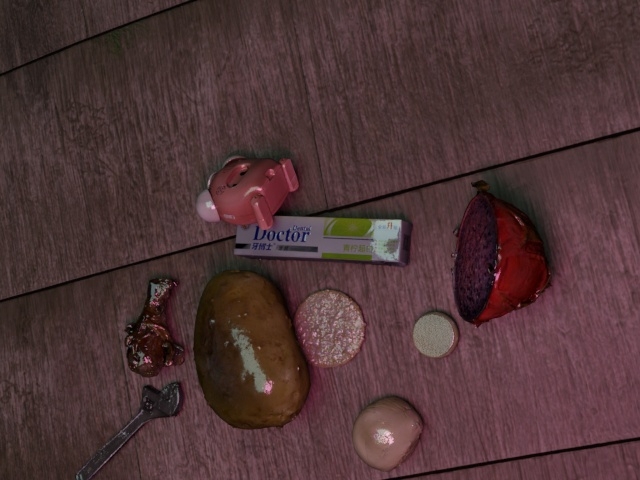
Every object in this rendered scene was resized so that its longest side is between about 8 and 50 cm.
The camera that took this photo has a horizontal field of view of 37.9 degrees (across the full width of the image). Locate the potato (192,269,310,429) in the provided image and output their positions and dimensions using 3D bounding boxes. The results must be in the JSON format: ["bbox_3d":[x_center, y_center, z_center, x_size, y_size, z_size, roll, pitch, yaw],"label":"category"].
[{"bbox_3d":[-0.132,0.201,1.716,0.210,0.173,0.307,-23,74,40],"label":"potato"}]

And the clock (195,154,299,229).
[{"bbox_3d":[-0.146,-0.101,1.761,0.162,0.092,0.166,6,47,29],"label":"clock"}]

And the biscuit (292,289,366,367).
[{"bbox_3d":[0.014,0.165,1.740,0.152,0.020,0.152,-2,83,22],"label":"biscuit"}]

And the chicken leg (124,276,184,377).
[{"bbox_3d":[-0.337,0.176,1.870,0.125,0.080,0.196,-11,74,12],"label":"chicken leg"}]

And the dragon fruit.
[{"bbox_3d":[0.316,0.033,1.549,0.148,0.223,0.218,5,127,-9],"label":"dragon fruit"}]

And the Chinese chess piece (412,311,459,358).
[{"bbox_3d":[0.204,0.167,1.650,0.084,0.034,0.084,-1,87,23],"label":"Chinese chess piece"}]

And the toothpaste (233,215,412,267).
[{"bbox_3d":[0.000,0.000,1.737,0.337,0.067,0.081,2,83,24],"label":"toothpaste"}]

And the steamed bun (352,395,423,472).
[{"bbox_3d":[0.111,0.341,1.643,0.112,0.091,0.130,40,102,23],"label":"steamed bun"}]

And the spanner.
[{"bbox_3d":[-0.392,0.394,1.898,0.325,0.026,0.093,-45,71,16],"label":"spanner"}]
